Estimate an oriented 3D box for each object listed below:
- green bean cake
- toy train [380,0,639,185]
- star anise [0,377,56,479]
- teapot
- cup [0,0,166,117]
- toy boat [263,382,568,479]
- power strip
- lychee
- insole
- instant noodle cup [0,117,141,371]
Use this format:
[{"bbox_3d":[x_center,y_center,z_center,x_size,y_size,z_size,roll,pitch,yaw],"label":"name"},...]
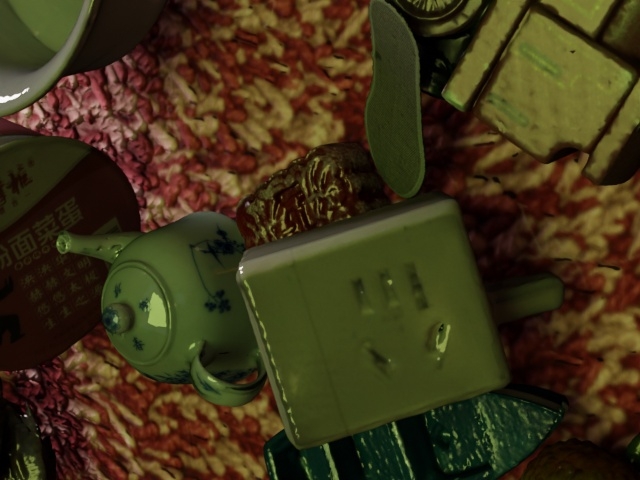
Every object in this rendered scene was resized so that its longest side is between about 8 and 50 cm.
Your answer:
[{"bbox_3d":[0.000,0.000,1.044,0.135,0.056,0.135,-32,75,38],"label":"green bean cake"},{"bbox_3d":[0.177,-0.202,0.822,0.221,0.150,0.304,37,117,18],"label":"toy train"},{"bbox_3d":[-0.359,0.172,1.282,0.212,0.129,0.283,-115,5,-61],"label":"star anise"},{"bbox_3d":[-0.129,0.061,1.102,0.232,0.159,0.159,42,121,27],"label":"teapot"},{"bbox_3d":[-0.252,-0.286,1.140,0.347,0.163,0.347,6,100,38],"label":"cup"},{"bbox_3d":[0.078,0.161,1.000,0.299,0.061,0.096,-22,82,40],"label":"toy boat"},{"bbox_3d":[0.064,0.044,0.915,0.224,0.139,0.140,-18,94,2],"label":"power strip"},{"bbox_3d":[0.188,0.193,0.878,0.114,0.114,0.146,37,86,30],"label":"lychee"},{"bbox_3d":[0.054,-0.095,0.921,0.080,0.003,0.232,52,165,24],"label":"insole"},{"bbox_3d":[-0.318,-0.016,1.206,0.178,0.234,0.235,30,115,42],"label":"instant noodle cup"}]
